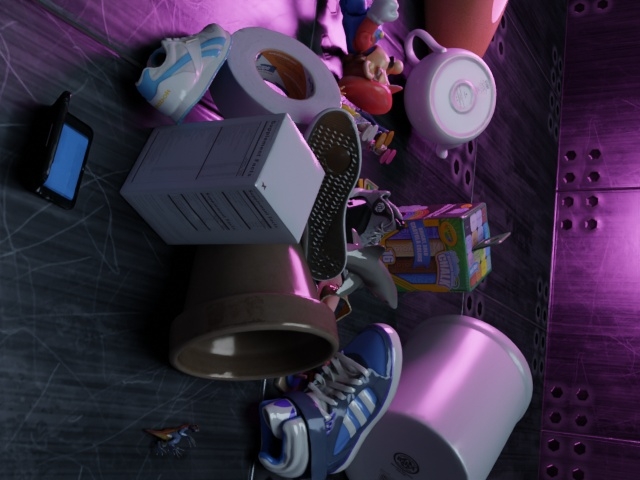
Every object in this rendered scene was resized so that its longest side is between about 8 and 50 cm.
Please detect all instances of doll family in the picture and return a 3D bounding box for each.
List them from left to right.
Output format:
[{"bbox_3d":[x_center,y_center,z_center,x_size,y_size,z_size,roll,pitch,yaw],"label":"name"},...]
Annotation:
[{"bbox_3d":[0.057,-0.243,1.577,0.263,0.163,0.118,-5,127,-60],"label":"doll family"}]

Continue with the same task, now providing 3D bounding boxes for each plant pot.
[{"bbox_3d":[-0.111,0.076,1.230,0.263,0.263,0.229,33,44,-55],"label":"plant pot"},{"bbox_3d":[0.370,-0.581,2.068,0.237,0.237,0.254,-21,124,-58],"label":"plant pot"}]

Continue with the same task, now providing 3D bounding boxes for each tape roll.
[{"bbox_3d":[-0.074,-0.254,1.306,0.219,0.072,0.219,20,47,-23],"label":"tape roll"}]

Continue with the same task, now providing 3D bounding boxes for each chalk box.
[{"bbox_3d":[0.298,0.015,1.844,0.180,0.289,0.179,-26,112,-57],"label":"chalk box"}]

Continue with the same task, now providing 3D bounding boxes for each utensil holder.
[{"bbox_3d":[0.263,0.397,1.756,0.385,0.327,0.328,-39,123,-51],"label":"utensil holder"}]

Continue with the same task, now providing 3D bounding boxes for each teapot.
[{"bbox_3d":[0.299,-0.363,1.964,0.252,0.187,0.256,21,88,-30],"label":"teapot"}]

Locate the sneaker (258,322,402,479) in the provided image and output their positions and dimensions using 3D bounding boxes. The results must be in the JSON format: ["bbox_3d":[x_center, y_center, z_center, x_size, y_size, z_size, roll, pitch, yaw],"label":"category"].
[{"bbox_3d":[0.006,0.290,1.431,0.236,0.130,0.323,19,98,-48],"label":"sneaker"}]

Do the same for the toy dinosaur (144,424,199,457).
[{"bbox_3d":[-0.221,0.299,1.210,0.082,0.047,0.090,-69,137,-63],"label":"toy dinosaur"}]

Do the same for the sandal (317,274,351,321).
[{"bbox_3d":[0.019,0.135,1.493,0.240,0.079,0.088,-42,127,-52],"label":"sandal"}]

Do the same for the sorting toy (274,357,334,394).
[{"bbox_3d":[-0.020,0.258,1.542,0.274,0.046,0.132,53,47,-46],"label":"sorting toy"}]

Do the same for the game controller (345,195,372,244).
[{"bbox_3d":[0.000,0.000,1.518,0.319,0.067,0.166,-18,128,-59],"label":"game controller"}]

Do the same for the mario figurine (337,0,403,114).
[{"bbox_3d":[0.114,-0.428,1.650,0.198,0.170,0.320,-30,112,-63],"label":"mario figurine"}]

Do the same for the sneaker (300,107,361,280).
[{"bbox_3d":[-0.003,-0.087,1.298,0.123,0.106,0.290,-117,-149,-63],"label":"sneaker"}]

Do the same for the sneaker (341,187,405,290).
[{"bbox_3d":[0.117,-0.003,1.690,0.086,0.132,0.229,9,82,-59],"label":"sneaker"}]

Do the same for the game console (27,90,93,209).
[{"bbox_3d":[-0.324,-0.114,1.006,0.071,0.107,0.122,18,71,-29],"label":"game console"}]

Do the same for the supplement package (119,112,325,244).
[{"bbox_3d":[-0.141,-0.084,1.141,0.134,0.244,0.139,55,46,-44],"label":"supplement package"}]

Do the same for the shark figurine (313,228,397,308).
[{"bbox_3d":[0.059,0.038,1.436,0.278,0.116,0.166,5,70,-46],"label":"shark figurine"}]

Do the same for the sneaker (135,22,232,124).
[{"bbox_3d":[-0.203,-0.276,1.189,0.092,0.087,0.229,36,39,-18],"label":"sneaker"}]

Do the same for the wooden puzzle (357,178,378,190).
[{"bbox_3d":[0.115,-0.099,1.805,0.116,0.014,0.078,17,76,-59],"label":"wooden puzzle"}]
